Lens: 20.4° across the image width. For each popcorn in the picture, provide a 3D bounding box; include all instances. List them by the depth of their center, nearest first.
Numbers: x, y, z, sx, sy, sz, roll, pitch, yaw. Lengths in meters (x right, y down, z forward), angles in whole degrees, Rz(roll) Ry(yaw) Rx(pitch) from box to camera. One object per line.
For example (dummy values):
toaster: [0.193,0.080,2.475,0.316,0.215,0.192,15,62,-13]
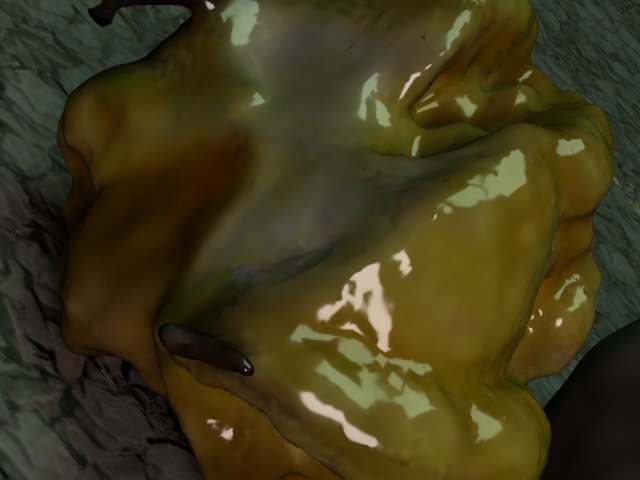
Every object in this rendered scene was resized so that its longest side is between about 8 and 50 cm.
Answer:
popcorn: [0.000,0.000,0.917,0.281,0.297,0.315,51,51,-57]

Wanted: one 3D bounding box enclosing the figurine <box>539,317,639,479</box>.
figurine: [0.190,0.178,0.996,0.203,0.248,0.380,28,35,13]
